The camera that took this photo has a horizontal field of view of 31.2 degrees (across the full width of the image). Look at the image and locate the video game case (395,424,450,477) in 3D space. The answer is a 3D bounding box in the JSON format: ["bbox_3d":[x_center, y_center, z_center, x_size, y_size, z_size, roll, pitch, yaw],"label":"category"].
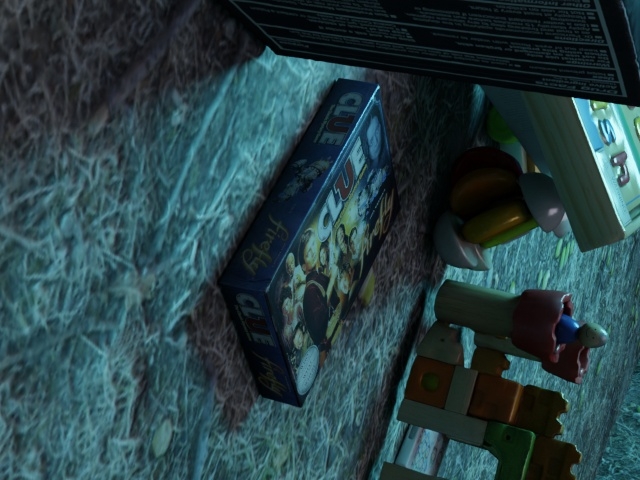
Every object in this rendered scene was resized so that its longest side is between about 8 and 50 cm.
[{"bbox_3d":[0.141,0.267,1.513,0.157,0.019,0.143,71,38,-53],"label":"video game case"}]

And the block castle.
[{"bbox_3d":[0.224,0.289,1.421,0.303,0.212,0.453,37,68,-65],"label":"block castle"}]

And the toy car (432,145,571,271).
[{"bbox_3d":[0.213,-0.048,1.395,0.182,0.159,0.136,10,56,-67],"label":"toy car"}]

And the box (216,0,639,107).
[{"bbox_3d":[0.064,-0.225,0.709,0.294,0.296,0.183,31,72,-68],"label":"box"}]

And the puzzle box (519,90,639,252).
[{"bbox_3d":[0.273,-0.209,1.243,0.272,0.052,0.409,-25,95,-59],"label":"puzzle box"}]

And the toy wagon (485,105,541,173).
[{"bbox_3d":[0.329,-0.150,1.567,0.267,0.068,0.344,13,102,-49],"label":"toy wagon"}]

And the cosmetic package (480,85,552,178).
[{"bbox_3d":[0.266,-0.190,1.372,0.231,0.085,0.117,50,53,-33],"label":"cosmetic package"}]

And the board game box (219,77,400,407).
[{"bbox_3d":[0.000,0.000,1.002,0.165,0.042,0.243,75,35,-48],"label":"board game box"}]
